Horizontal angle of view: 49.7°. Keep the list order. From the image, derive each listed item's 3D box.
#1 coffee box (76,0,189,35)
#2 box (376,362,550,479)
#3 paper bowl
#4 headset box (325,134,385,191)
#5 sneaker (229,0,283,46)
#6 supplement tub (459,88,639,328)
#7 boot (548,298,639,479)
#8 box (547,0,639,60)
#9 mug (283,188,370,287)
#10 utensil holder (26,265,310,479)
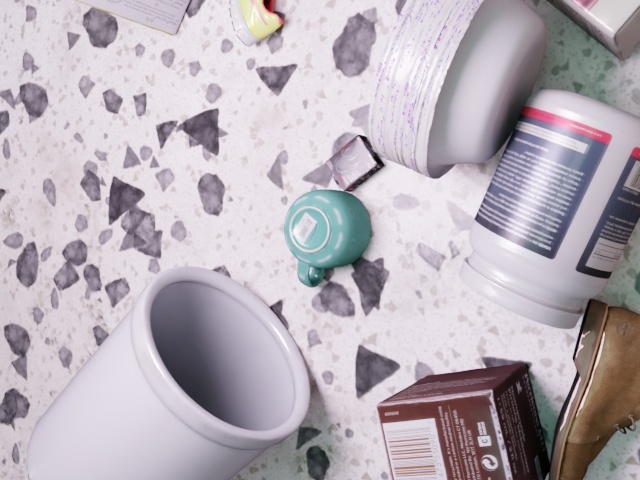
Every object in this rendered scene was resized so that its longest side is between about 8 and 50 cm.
[{"bbox_3d":[-0.408,-0.610,1.205,0.337,0.338,0.335,36,108,24],"label":"coffee box"},{"bbox_3d":[0.205,0.279,0.970,0.166,0.203,0.169,-15,85,28],"label":"box"},{"bbox_3d":[0.193,-0.217,0.915,0.148,0.284,0.284,27,104,22],"label":"paper bowl"},{"bbox_3d":[0.054,-0.124,1.139,0.083,0.032,0.062,-37,75,23],"label":"headset box"},{"bbox_3d":[-0.115,-0.450,1.203,0.094,0.081,0.209,-14,91,21],"label":"sneaker"},{"bbox_3d":[0.313,-0.043,0.907,0.191,0.191,0.272,28,104,25],"label":"supplement tub"},{"bbox_3d":[0.381,0.241,0.934,0.115,0.112,0.306,16,97,17],"label":"boot"},{"bbox_3d":[0.347,-0.367,0.903,0.232,0.148,0.127,47,111,19],"label":"box"},{"bbox_3d":[0.007,-0.006,1.130,0.129,0.097,0.158,-11,86,29],"label":"mug"},{"bbox_3d":[-0.263,0.287,1.163,0.385,0.327,0.328,-44,72,24],"label":"utensil holder"}]
